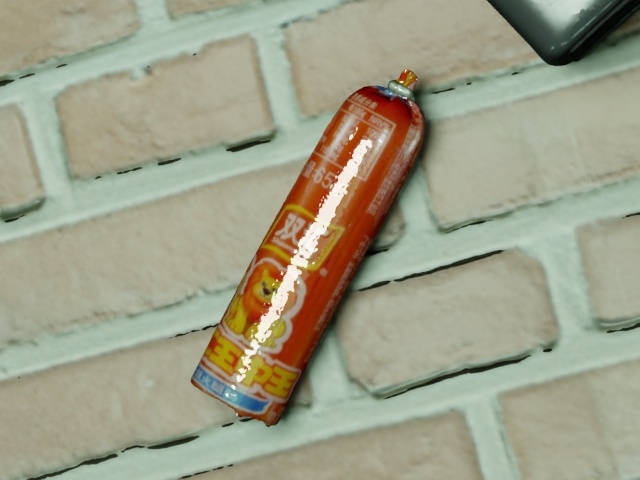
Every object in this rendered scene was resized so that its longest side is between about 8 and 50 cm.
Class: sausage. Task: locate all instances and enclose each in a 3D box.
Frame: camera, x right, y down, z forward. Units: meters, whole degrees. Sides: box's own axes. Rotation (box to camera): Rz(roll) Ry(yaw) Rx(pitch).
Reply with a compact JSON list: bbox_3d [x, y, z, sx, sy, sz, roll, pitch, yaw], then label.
[{"bbox_3d":[0.000,0.000,1.397,0.074,0.074,0.274,29,92,12],"label":"sausage"}]

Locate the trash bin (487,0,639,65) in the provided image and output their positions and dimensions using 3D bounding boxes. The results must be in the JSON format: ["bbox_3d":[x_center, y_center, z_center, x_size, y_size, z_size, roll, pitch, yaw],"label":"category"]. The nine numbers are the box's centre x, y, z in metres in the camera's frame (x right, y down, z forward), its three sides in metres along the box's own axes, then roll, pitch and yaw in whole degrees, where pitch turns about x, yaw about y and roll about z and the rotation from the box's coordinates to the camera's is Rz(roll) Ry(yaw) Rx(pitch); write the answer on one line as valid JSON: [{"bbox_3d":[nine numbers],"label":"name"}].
[{"bbox_3d":[0.131,-0.277,1.331,0.209,0.182,0.290,-42,85,6],"label":"trash bin"}]
